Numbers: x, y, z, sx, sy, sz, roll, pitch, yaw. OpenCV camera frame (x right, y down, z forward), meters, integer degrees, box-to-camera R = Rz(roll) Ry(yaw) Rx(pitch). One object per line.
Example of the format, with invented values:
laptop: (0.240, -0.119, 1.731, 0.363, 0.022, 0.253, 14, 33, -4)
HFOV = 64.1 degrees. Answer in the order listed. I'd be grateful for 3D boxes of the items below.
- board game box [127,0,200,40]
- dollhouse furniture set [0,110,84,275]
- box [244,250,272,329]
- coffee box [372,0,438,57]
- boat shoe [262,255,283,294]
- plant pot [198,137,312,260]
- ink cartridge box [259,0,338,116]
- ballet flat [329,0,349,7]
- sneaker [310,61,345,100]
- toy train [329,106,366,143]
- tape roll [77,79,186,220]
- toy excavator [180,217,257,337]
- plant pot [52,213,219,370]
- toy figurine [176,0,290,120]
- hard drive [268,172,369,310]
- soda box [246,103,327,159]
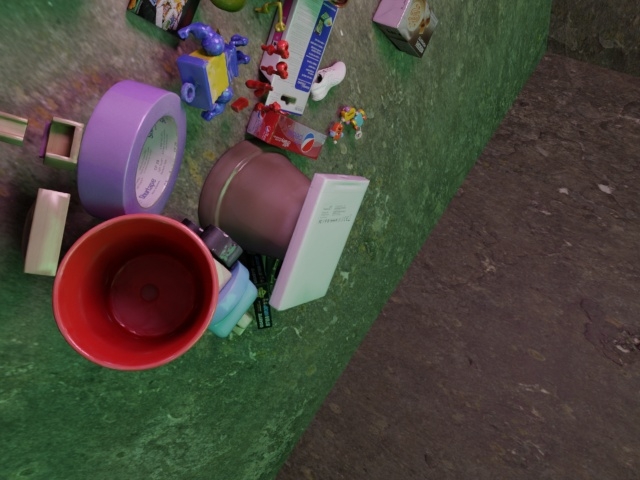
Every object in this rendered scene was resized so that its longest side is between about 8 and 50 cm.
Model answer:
board game box: (-0.268, -0.536, 0.982, 0.136, 0.030, 0.260, 9, 108, -59)
dollhouse furniture set: (-0.586, -0.082, 0.840, 0.303, 0.198, 0.287, 11, 85, -31)
box: (-0.195, 0.146, 1.616, 0.051, 0.175, 0.220, -10, 136, -9)
coffee box: (0.282, -0.718, 1.670, 0.246, 0.098, 0.141, 10, 108, -62)
boat shoe: (-0.155, 0.114, 1.761, 0.081, 0.068, 0.228, -39, 146, -36)
plant pot: (-0.118, -0.081, 1.406, 0.323, 0.280, 0.323, -42, 148, -34)
ink cartridge box: (-0.054, -0.519, 1.325, 0.175, 0.069, 0.371, -7, 120, -58)
ballet flat: (-0.017, -0.599, 1.101, 0.342, 0.116, 0.124, 3, 74, -65)
sneaker: (0.022, -0.481, 1.505, 0.152, 0.053, 0.061, -51, 149, -18)
toy train: (0.085, -0.390, 1.716, 0.166, 0.046, 0.125, -14, 129, -51)
tape roll: (-0.356, -0.163, 0.995, 0.275, 0.090, 0.275, 18, 90, -88)
toy excavator: (-0.281, 0.162, 1.385, 0.222, 0.432, 0.445, -52, 124, -17)
plant pot: (-0.335, 0.100, 0.982, 0.275, 0.274, 0.243, -54, -174, -13)
toy figurine: (-0.199, -0.361, 1.036, 0.217, 0.191, 0.363, -52, 159, -33)
hard drive: (0.000, 0.000, 1.327, 0.233, 0.047, 0.353, -9, 123, -58)
soda box: (-0.090, -0.300, 1.444, 0.263, 0.092, 0.084, 4, 114, -61)
